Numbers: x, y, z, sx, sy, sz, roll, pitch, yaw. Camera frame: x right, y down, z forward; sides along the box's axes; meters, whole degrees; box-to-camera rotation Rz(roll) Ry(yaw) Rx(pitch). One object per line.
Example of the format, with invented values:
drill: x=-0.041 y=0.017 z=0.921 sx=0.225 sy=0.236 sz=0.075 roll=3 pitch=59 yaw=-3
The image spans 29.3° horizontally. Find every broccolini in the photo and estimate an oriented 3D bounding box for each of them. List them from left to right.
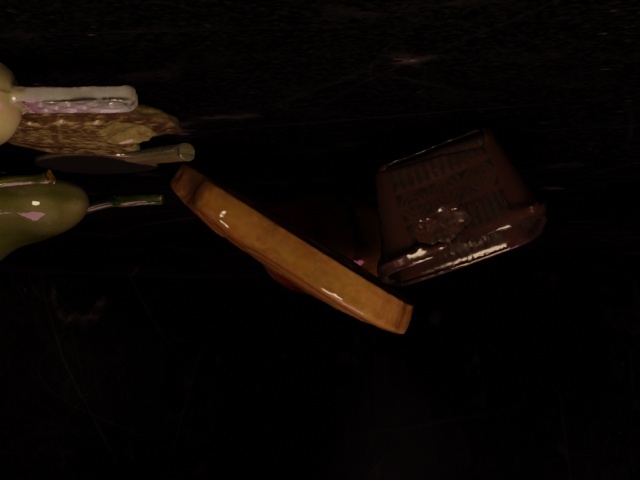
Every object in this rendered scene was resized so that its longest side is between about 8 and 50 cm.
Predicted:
broccolini: x=-0.366 y=-0.055 z=1.973 sx=0.239 sy=0.051 sz=0.054 roll=-9 pitch=167 yaw=12

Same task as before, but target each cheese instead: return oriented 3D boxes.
cheese: x=-0.303 y=-0.122 z=1.064 sx=0.286 sy=0.082 sz=0.163 roll=-3 pitch=175 yaw=0

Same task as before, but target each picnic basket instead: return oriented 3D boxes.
picnic basket: x=0.154 y=-0.037 z=1.489 sx=0.222 sy=0.129 sz=0.297 roll=-21 pitch=171 yaw=4

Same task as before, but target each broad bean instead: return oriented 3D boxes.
broad bean: x=-0.464 y=-0.042 z=1.797 sx=0.263 sy=0.121 sz=0.189 roll=-19 pitch=162 yaw=22

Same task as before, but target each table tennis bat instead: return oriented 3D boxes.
table tennis bat: x=-0.258 y=-0.102 z=1.564 sx=0.246 sy=0.022 sz=0.138 roll=-4 pitch=173 yaw=39

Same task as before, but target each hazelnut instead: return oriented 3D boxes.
hazelnut: x=0.001 y=-0.003 z=1.958 sx=0.212 sy=0.181 sz=0.181 roll=1 pitch=146 yaw=-30

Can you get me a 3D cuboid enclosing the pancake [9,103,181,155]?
pancake: x=-0.265 y=-0.120 z=1.321 sx=0.212 sy=0.029 sz=0.235 roll=5 pitch=172 yaw=-40

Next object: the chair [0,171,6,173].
chair: x=-0.465 y=-0.088 z=1.330 sx=0.174 sy=0.149 sz=0.213 roll=4 pitch=-143 yaw=-49

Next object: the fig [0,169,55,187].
fig: x=-0.464 y=-0.064 z=1.569 sx=0.245 sy=0.149 sz=0.149 roll=-16 pitch=-176 yaw=-35

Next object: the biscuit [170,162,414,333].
biscuit: x=-0.038 y=0.017 z=1.634 sx=0.365 sy=0.062 sz=0.385 roll=33 pitch=-178 yaw=1
